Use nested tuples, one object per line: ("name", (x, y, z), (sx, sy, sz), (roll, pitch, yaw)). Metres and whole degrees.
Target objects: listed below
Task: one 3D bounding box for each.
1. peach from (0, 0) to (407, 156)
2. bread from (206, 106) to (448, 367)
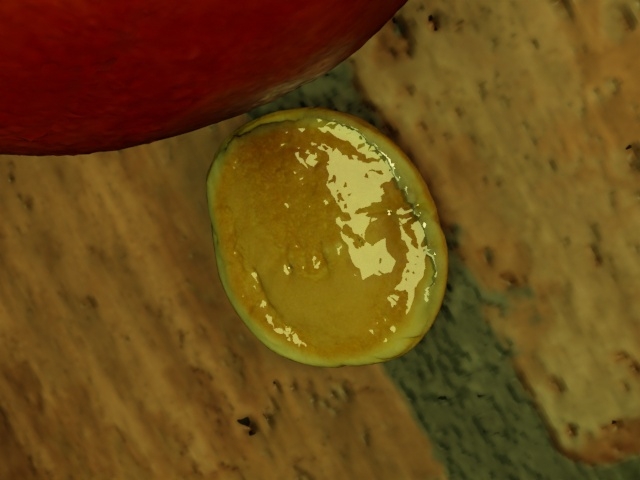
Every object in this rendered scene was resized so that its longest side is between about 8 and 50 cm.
("peach", (-0.069, -0.130, 0.576), (0.361, 0.258, 0.201), (-42, 79, 31))
("bread", (0.000, 0.000, 0.729), (0.110, 0.024, 0.110), (11, 113, 28))
